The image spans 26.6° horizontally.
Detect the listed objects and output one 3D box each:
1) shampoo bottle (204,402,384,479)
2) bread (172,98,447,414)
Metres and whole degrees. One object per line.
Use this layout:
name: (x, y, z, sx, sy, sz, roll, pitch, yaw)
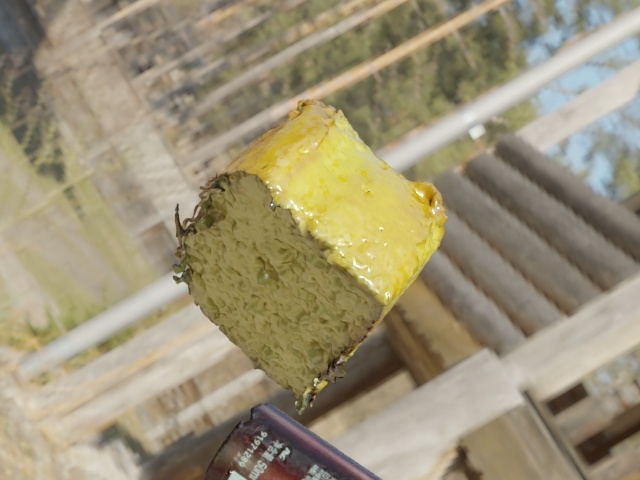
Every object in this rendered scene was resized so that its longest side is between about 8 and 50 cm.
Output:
shampoo bottle: (0.041, 0.281, 1.229, 0.323, 0.129, 0.084, 30, -4, 25)
bread: (-0.001, -0.003, 0.942, 0.160, 0.147, 0.260, 42, -26, 9)
